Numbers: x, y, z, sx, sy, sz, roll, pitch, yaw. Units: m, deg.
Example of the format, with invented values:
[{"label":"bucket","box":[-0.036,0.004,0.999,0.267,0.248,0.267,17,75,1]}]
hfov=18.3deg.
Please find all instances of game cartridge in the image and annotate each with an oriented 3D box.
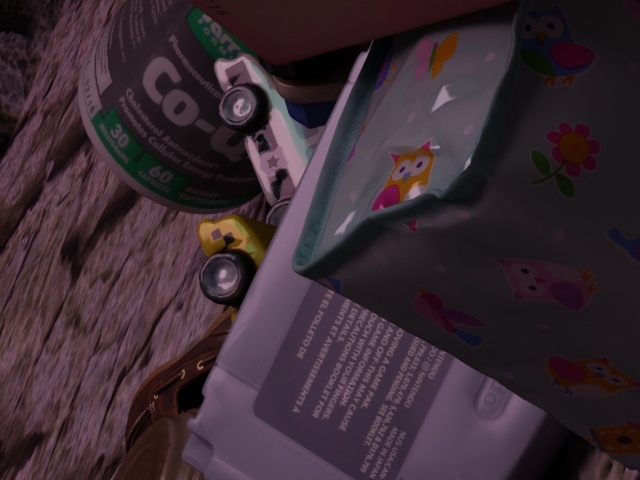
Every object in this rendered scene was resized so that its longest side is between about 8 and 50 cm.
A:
[{"label":"game cartridge","box":[0.061,0.034,1.070,0.062,0.198,0.297,11,-74,-64]}]

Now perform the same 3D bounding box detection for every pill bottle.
[{"label":"pill bottle","box":[-0.042,-0.188,1.646,0.361,0.204,0.204,-43,25,48]}]

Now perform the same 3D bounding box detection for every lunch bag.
[{"label":"lunch bag","box":[0.138,-0.060,0.898,0.160,0.223,0.262,-30,34,51]}]

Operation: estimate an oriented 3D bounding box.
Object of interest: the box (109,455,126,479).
[{"label":"box","box":[-0.172,0.234,1.690,0.136,0.028,0.081,-55,19,18]}]

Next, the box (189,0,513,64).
[{"label":"box","box":[0.022,-0.177,0.806,0.232,0.148,0.127,-9,51,52]}]

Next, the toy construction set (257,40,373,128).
[{"label":"toy construction set","box":[0.109,-0.208,1.194,0.257,0.237,0.309,-32,-56,-51]}]

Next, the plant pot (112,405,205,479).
[{"label":"plant pot","box":[-0.084,0.197,1.354,0.237,0.109,0.237,-54,20,29]}]

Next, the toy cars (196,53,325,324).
[{"label":"toy cars","box":[0.000,0.000,1.341,0.087,0.176,0.394,-29,29,18]}]

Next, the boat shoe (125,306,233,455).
[{"label":"boat shoe","box":[-0.094,0.125,1.550,0.207,0.073,0.073,-50,19,37]}]
